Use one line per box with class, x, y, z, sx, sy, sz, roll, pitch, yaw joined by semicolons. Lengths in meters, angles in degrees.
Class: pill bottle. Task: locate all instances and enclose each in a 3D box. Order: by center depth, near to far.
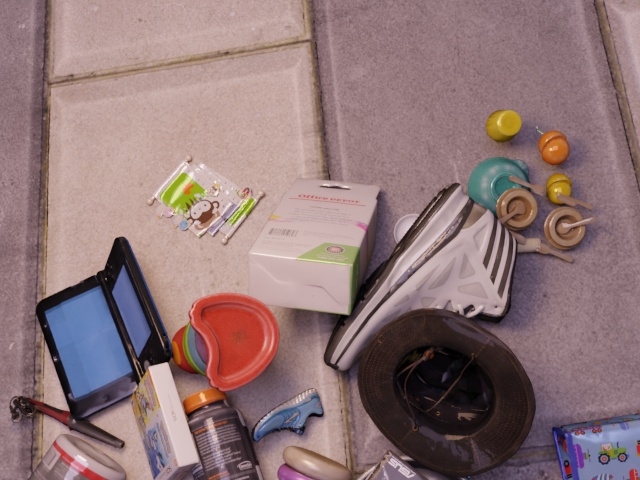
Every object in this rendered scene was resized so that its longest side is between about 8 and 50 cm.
pill bottle;-0.524;0.540;1.612;0.161;0.161;0.283;30;79;18
pill bottle;-0.195;0.416;1.615;0.130;0.130;0.246;-22;69;2

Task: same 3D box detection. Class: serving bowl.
serving bowl;0.198;-0.014;1.752;0.083;0.027;0.083;-3;71;8

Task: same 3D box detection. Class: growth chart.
growth chart;-0.266;-0.090;1.862;0.237;0.021;0.172;29;79;18

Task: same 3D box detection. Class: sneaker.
sneaker;0.218;0.133;1.625;0.257;0.169;0.447;38;99;-2
sneaker;-0.062;0.358;1.636;0.162;0.063;0.073;-27;78;-19

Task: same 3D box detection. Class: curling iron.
curling iron;-0.534;0.388;1.729;0.273;0.035;0.068;17;38;11

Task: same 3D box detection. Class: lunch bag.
lunch bag;0.566;0.469;1.481;0.220;0.138;0.293;-10;81;4

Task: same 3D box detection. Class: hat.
hat;0.244;0.273;1.561;0.331;0.134;0.332;3;100;20

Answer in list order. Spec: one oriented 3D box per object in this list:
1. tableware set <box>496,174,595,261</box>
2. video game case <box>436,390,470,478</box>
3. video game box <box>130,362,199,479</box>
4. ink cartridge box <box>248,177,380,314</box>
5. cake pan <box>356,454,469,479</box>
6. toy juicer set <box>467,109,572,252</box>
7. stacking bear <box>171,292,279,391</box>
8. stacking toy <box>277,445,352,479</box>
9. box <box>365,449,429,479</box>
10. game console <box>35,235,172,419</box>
tableware set;0.450;-0.044;1.664;0.194;0.039;0.128;20;90;-4
video game case;0.266;0.364;1.617;0.119;0.015;0.166;20;76;15
video game box;-0.312;0.371;1.626;0.048;0.187;0.205;-9;64;-32
ink cartridge box;0.000;0.000;1.678;0.207;0.119;0.353;7;30;12
cake pan;0.176;0.556;1.545;0.293;0.054;0.293;-3;70;9
toy juicer set;0.411;-0.096;1.726;0.209;0.089;0.329;18;89;-4
stacking bear;-0.208;0.202;1.620;0.164;0.289;0.176;-15;86;-29
stacking toy;-0.062;0.565;1.552;0.141;0.141;0.330;20;81;16
box;0.164;0.524;1.498;0.231;0.056;0.183;35;80;19
game console;-0.459;0.182;1.720;0.173;0.250;0.293;-14;65;-33
